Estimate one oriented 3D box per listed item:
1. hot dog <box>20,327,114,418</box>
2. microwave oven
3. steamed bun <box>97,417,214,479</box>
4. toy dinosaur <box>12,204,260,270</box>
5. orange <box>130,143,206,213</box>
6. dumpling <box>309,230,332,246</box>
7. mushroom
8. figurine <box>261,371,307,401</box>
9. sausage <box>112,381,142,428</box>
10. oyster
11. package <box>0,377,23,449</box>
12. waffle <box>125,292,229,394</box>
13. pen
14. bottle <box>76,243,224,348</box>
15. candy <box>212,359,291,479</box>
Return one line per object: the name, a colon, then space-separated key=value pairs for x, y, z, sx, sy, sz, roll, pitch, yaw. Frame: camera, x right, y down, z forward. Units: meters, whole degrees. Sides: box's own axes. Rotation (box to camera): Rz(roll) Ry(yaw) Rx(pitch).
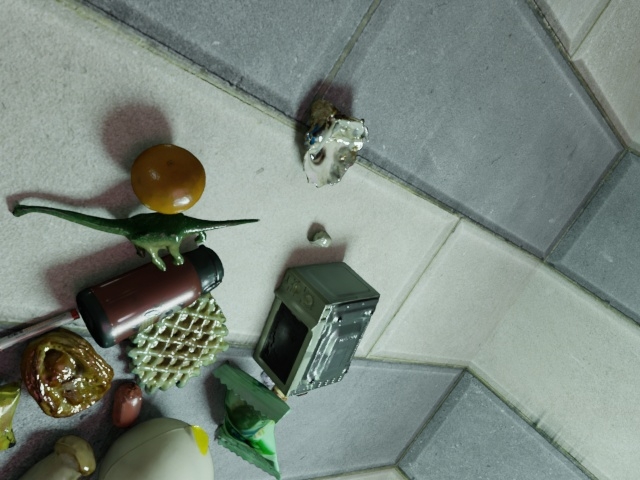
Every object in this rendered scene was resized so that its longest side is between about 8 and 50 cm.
hot dog: x=-0.583 y=0.317 z=1.479 sx=0.175 sy=0.114 sz=0.259 roll=-33 pitch=146 yaw=-16
microwave oven: x=-0.005 y=0.276 z=1.977 sx=0.286 sy=0.218 sz=0.355 roll=-2 pitch=124 yaw=-44
steamed bun: x=-0.456 y=0.674 z=1.789 sx=0.333 sy=0.334 sz=0.374 roll=-24 pitch=142 yaw=-30
toy dinosaur: x=-0.369 y=-0.052 z=1.357 sx=0.446 sy=0.087 sz=0.301 roll=-19 pitch=143 yaw=-3
orange: x=-0.320 y=-0.126 z=1.342 sx=0.156 sy=0.156 sz=0.124 roll=-25 pitch=158 yaw=-30
dumpling: x=0.001 y=0.002 z=1.876 sx=0.057 sy=0.076 sz=0.052 roll=-39 pitch=111 yaw=16
mushroom: x=-0.740 y=0.672 z=1.640 sx=0.407 sy=0.137 sz=0.154 roll=-42 pitch=131 yaw=1
figurine: x=-0.103 y=0.483 z=2.147 sx=0.240 sy=0.115 sz=0.175 roll=-40 pitch=143 yaw=-12
sausage: x=-0.519 y=0.443 z=1.713 sx=0.076 sy=0.076 sz=0.141 roll=-6 pitch=125 yaw=-44
oyster: x=0.020 y=-0.242 z=1.655 sx=0.214 sy=0.083 sz=0.223 roll=15 pitch=116 yaw=-48
package: x=-0.748 y=0.403 z=1.420 sx=0.168 sy=0.090 sz=0.226 roll=-7 pitch=130 yaw=-47
waffle: x=-0.380 y=0.275 z=1.714 sx=0.291 sy=0.056 sz=0.309 roll=-32 pitch=140 yaw=-24
pen: x=-0.648 y=0.206 z=1.400 sx=0.239 sy=0.028 sz=0.028 roll=-22 pitch=136 yaw=-33
bottle: x=-0.386 y=0.115 z=1.500 sx=0.336 sy=0.144 sz=0.144 roll=-27 pitch=139 yaw=-30
candy: x=-0.218 y=0.579 z=1.990 sx=0.172 sy=0.262 sz=0.398 roll=-31 pitch=141 yaw=-43
